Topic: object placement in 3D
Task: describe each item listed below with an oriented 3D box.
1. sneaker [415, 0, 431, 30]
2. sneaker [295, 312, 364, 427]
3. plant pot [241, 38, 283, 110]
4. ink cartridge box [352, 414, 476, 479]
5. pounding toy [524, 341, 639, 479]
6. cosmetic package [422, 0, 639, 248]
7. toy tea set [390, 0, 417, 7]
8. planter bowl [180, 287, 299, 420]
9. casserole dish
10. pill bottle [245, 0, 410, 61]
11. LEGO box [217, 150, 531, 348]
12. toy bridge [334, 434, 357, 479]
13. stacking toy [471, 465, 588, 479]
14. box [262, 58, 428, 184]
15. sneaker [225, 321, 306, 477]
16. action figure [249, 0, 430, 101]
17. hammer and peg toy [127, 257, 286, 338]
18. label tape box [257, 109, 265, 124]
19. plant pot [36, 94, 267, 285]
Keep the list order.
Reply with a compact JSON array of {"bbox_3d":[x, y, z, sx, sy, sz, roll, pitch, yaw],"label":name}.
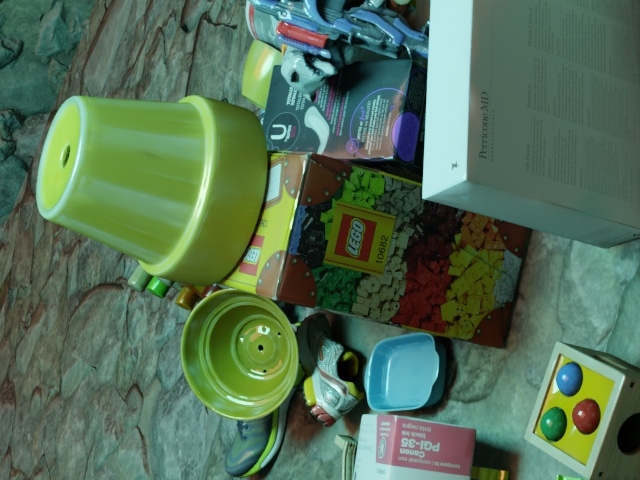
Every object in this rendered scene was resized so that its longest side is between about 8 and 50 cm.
[{"bbox_3d":[0.202,-0.332,1.864,0.121,0.099,0.262,123,154,-43],"label":"sneaker"},{"bbox_3d":[0.022,0.201,1.956,0.093,0.088,0.225,-33,40,15],"label":"sneaker"},{"bbox_3d":[-0.087,-0.280,2.132,0.095,0.134,0.134,-57,31,1],"label":"plant pot"},{"bbox_3d":[0.111,0.381,1.609,0.207,0.117,0.283,145,135,-76],"label":"ink cartridge box"},{"bbox_3d":[0.344,0.170,1.378,0.181,0.094,0.206,28,103,60],"label":"pounding toy"},{"bbox_3d":[0.271,-0.204,1.477,0.097,0.284,0.377,-23,57,55],"label":"cosmetic package"},{"bbox_3d":[0.102,-0.507,2.121,0.336,0.124,0.200,6,112,57],"label":"toy tea set"},{"bbox_3d":[-0.115,0.182,1.981,0.217,0.090,0.217,1,93,24],"label":"planter bowl"},{"bbox_3d":[0.131,0.199,1.792,0.188,0.037,0.114,-19,62,57],"label":"casserole dish"},{"bbox_3d":[0.014,-0.369,2.066,0.283,0.161,0.161,33,107,41],"label":"pill bottle"},{"bbox_3d":[0.000,0.000,1.767,0.500,0.372,0.193,10,86,61],"label":"LEGO box"},{"bbox_3d":[0.022,0.406,1.900,0.063,0.026,0.188,26,100,59],"label":"toy bridge"},{"bbox_3d":[0.248,0.371,1.498,0.221,0.052,0.167,-9,70,58],"label":"stacking toy"},{"bbox_3d":[0.055,-0.184,1.895,0.270,0.143,0.165,5,79,36],"label":"box"},{"bbox_3d":[-0.119,0.273,2.106,0.111,0.121,0.300,33,106,60],"label":"sneaker"},{"bbox_3d":[0.064,-0.346,1.826,0.330,0.341,0.178,-56,-18,-15],"label":"action figure"},{"bbox_3d":[-0.182,0.083,2.153,0.127,0.266,0.361,-59,19,-18],"label":"hammer and peg toy"},{"bbox_3d":[-0.103,-0.153,2.279,0.249,0.115,0.347,-25,58,54],"label":"label tape box"},{"bbox_3d":[-0.232,-0.084,1.583,0.254,0.239,0.254,-34,49,51],"label":"plant pot"}]
